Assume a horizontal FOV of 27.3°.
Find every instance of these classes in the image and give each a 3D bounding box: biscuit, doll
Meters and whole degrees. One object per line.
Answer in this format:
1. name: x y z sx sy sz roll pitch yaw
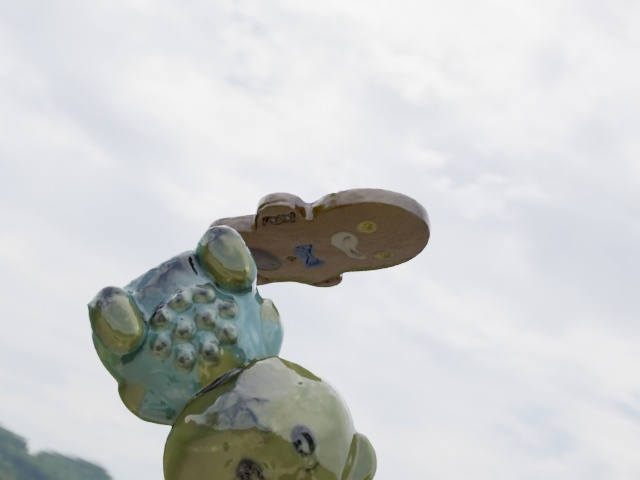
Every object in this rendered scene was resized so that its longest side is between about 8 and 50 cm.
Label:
1. biscuit: 0.000 0.000 1.385 0.236 0.039 0.180 -13 -33 18
2. doll: -0.082 0.143 1.170 0.261 0.177 0.161 55 -18 16
